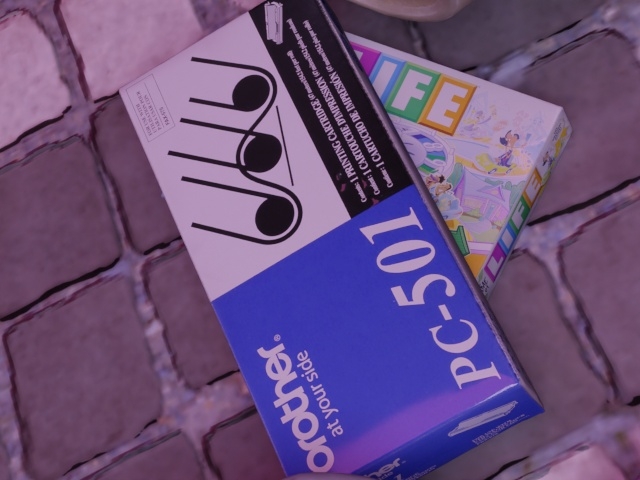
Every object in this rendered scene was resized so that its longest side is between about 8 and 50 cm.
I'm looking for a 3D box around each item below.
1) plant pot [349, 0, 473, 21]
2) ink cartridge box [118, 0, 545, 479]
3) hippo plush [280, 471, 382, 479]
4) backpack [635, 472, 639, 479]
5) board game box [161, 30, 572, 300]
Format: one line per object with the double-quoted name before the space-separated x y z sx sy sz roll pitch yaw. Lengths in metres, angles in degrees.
"plant pot" 0.066 -0.233 0.599 0.256 0.256 0.274 26 81 27
"ink cartridge box" 0.000 0.000 0.621 0.097 0.046 0.207 -31 63 8
"hippo plush" -0.009 0.214 0.506 0.234 0.294 0.236 31 56 8
"backpack" 0.172 0.111 0.494 0.173 0.117 0.158 19 52 34
"board game box" 0.018 -0.034 0.669 0.154 0.026 0.103 22 79 26
